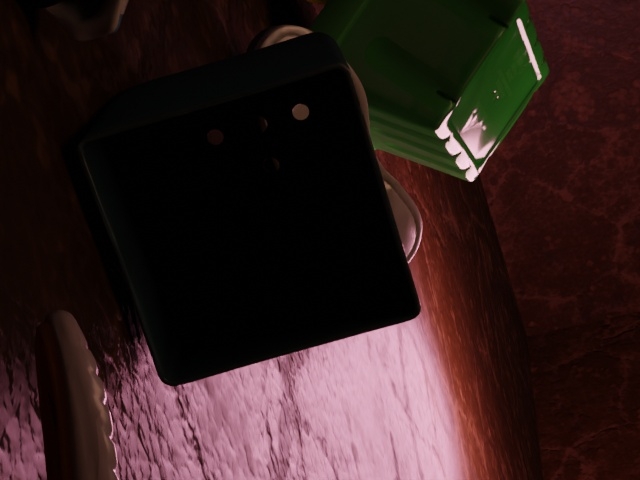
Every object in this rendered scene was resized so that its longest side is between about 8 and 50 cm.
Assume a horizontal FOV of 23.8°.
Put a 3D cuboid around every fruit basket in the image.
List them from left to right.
[{"bbox_3d":[0.064,-0.269,1.712,0.392,0.283,0.392,35,0,0],"label":"fruit basket"}]

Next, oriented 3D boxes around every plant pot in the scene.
[{"bbox_3d":[-0.042,-0.046,1.000,0.234,0.166,0.165,-92,165,-69],"label":"plant pot"}]

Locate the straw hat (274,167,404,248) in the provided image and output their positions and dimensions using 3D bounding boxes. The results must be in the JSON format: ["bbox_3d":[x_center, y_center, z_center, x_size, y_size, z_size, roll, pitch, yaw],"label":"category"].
[{"bbox_3d":[0.000,0.000,1.368,0.061,0.144,0.144,-58,150,-17],"label":"straw hat"}]

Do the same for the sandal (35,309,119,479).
[{"bbox_3d":[-0.115,0.158,0.600,0.102,0.076,0.265,-146,-130,-72],"label":"sandal"}]

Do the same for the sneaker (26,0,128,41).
[{"bbox_3d":[-0.155,-0.176,0.781,0.237,0.085,0.086,43,30,-68],"label":"sneaker"}]

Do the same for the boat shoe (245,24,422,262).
[{"bbox_3d":[-0.006,-0.086,1.457,0.099,0.116,0.319,26,-21,43],"label":"boat shoe"}]
